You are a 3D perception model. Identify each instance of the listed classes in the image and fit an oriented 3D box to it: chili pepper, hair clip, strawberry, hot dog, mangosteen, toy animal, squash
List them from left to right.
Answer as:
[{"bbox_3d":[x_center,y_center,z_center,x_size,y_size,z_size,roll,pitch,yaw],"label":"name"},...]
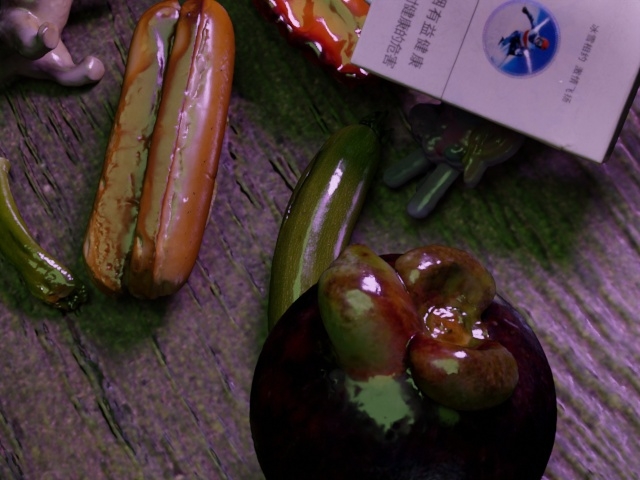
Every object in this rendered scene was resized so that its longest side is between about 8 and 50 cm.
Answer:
[{"bbox_3d":[-0.308,-0.004,1.856,0.052,0.050,0.201,-50,59,30],"label":"chili pepper"},{"bbox_3d":[-0.298,-0.275,1.945,0.169,0.121,0.233,-4,73,31],"label":"toy animal"},{"bbox_3d":[-0.149,-0.101,1.820,0.135,0.100,0.337,-5,68,45],"label":"hot dog"},{"bbox_3d":[-0.002,0.001,1.759,0.080,0.071,0.318,-5,58,38],"label":"squash"},{"bbox_3d":[0.027,-0.303,1.865,0.265,0.149,0.336,-14,73,1],"label":"strawberry"},{"bbox_3d":[0.073,0.137,1.557,0.288,0.288,0.288,-6,64,12],"label":"mangosteen"},{"bbox_3d":[0.178,-0.138,1.769,0.278,0.090,0.137,-34,58,-3],"label":"hair clip"}]

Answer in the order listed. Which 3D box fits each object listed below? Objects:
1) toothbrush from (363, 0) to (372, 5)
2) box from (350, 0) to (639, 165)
[{"bbox_3d":[0.003,-0.276,1.773,0.024,0.021,0.288,-43,76,5],"label":"toothbrush"},{"bbox_3d":[0.177,-0.194,1.669,0.256,0.069,0.164,23,104,12],"label":"box"}]
